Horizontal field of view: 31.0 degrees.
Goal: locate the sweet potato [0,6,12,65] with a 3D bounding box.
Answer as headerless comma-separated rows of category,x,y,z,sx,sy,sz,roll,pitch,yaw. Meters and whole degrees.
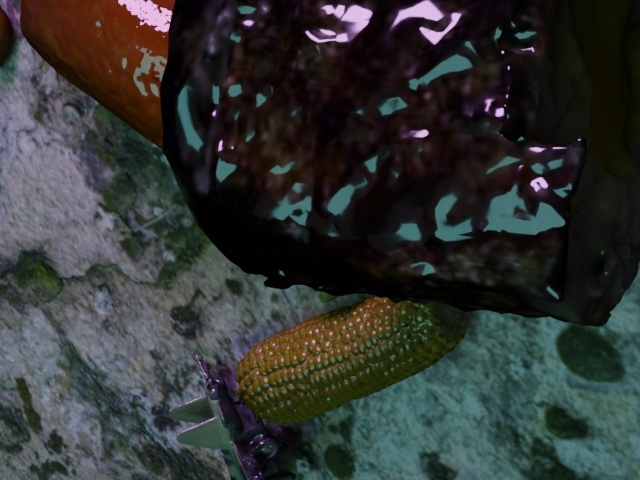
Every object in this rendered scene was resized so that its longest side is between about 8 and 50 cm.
sweet potato,-0.348,-0.218,1.240,0.034,0.034,0.095,34,138,19

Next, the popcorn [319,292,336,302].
popcorn,-0.002,-0.001,1.056,0.109,0.089,0.097,50,168,18

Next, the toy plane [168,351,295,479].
toy plane,-0.073,0.229,1.218,0.262,0.088,0.192,60,180,-42

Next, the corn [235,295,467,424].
corn,0.022,0.107,1.084,0.260,0.091,0.091,-28,72,39

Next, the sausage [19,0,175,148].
sausage,-0.153,-0.185,1.026,0.268,0.153,0.141,37,119,17

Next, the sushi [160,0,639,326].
sushi,0.085,-0.089,0.798,0.294,0.299,0.281,5,101,32
